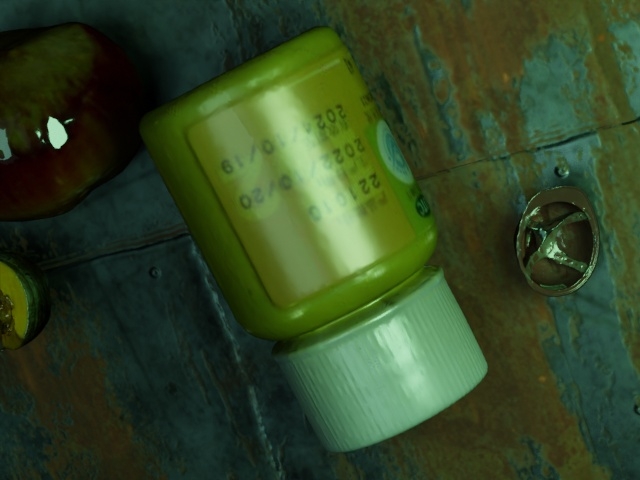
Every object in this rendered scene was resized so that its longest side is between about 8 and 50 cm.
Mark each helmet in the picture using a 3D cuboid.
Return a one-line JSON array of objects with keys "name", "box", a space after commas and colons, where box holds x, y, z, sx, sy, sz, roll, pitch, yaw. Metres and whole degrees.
[{"name": "helmet", "box": [0.226, -0.004, 1.750, 0.089, 0.057, 0.111, -5, 102, -14]}]

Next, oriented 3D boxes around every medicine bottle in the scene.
[{"name": "medicine bottle", "box": [0.000, 0.000, 1.749, 0.224, 0.224, 0.384, -25, 96, 27]}]

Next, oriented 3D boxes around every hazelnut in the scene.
[{"name": "hazelnut", "box": [-0.301, -0.116, 1.855, 0.252, 0.217, 0.217, -28, 95, 3]}]

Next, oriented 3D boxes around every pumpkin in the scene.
[{"name": "pumpkin", "box": [-0.373, 0.063, 1.988, 0.184, 0.108, 0.119, 5, 106, 27]}]
